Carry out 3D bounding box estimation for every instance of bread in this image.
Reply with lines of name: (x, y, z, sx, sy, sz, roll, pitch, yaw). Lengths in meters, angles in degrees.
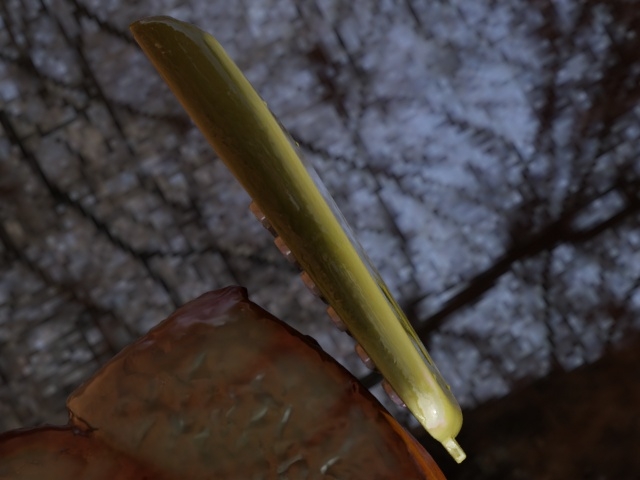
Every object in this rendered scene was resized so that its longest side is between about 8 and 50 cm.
bread: (-0.073, 0.208, 0.838, 0.295, 0.328, 0.114, 58, 0, 16)

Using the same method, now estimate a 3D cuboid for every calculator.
calculator: (0.000, 0.000, 0.872, 0.236, 0.033, 0.157, 56, 1, 10)
